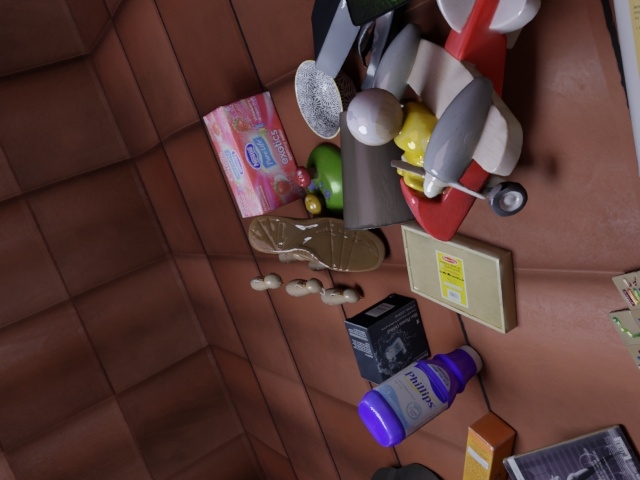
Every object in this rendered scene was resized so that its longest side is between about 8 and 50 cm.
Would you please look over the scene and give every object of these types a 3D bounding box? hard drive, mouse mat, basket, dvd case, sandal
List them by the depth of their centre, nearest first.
[{"bbox_3d":[0.099,-0.446,1.007,0.007,0.153,0.189,30,-138,-59],"label":"mouse mat"},{"bbox_3d":[0.108,-0.389,1.112,0.054,0.097,0.254,22,128,13],"label":"sandal"},{"bbox_3d":[0.468,0.439,1.130,0.221,0.018,0.164,-29,86,26],"label":"dvd case"},{"bbox_3d":[0.037,-0.444,1.164,0.254,0.054,0.172,123,146,-60],"label":"hard drive"},{"bbox_3d":[0.120,-0.151,1.226,0.154,0.204,0.226,-45,-57,-73],"label":"basket"}]

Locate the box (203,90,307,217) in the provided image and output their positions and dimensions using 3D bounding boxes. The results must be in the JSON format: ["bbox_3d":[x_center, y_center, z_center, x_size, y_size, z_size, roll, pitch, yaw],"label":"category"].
[{"bbox_3d":[-0.176,-0.228,1.690,0.142,0.154,0.299,-3,109,61],"label":"box"}]

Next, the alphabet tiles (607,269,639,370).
[{"bbox_3d":[0.543,0.188,0.861,0.342,0.011,0.285,62,165,6],"label":"alphabet tiles"}]

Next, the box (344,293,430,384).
[{"bbox_3d":[0.160,0.232,1.481,0.093,0.156,0.158,10,121,57],"label":"box"}]

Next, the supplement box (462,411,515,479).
[{"bbox_3d":[0.375,0.499,1.414,0.080,0.078,0.233,35,141,44],"label":"supplement box"}]

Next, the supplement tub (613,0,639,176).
[{"bbox_3d":[0.406,-0.211,0.577,0.241,0.241,0.331,11,122,58],"label":"supplement tub"}]

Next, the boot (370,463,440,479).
[{"bbox_3d":[0.270,0.716,1.798,0.115,0.112,0.305,38,152,-14],"label":"boot"}]

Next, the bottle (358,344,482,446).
[{"bbox_3d":[0.217,0.311,1.306,0.118,0.283,0.092,54,151,21],"label":"bottle"}]

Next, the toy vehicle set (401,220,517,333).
[{"bbox_3d":[0.274,0.067,1.269,0.267,0.035,0.166,25,133,51],"label":"toy vehicle set"}]

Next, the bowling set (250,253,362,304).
[{"bbox_3d":[-0.032,0.059,1.659,0.154,0.287,0.199,-13,69,61],"label":"bowling set"}]

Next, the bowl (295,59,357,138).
[{"bbox_3d":[0.025,-0.310,1.342,0.170,0.080,0.170,40,144,39],"label":"bowl"}]

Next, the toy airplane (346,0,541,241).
[{"bbox_3d":[0.174,-0.215,0.940,0.386,0.273,0.384,106,158,-76],"label":"toy airplane"}]

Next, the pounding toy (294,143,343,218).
[{"bbox_3d":[-0.013,-0.122,1.538,0.183,0.110,0.237,61,152,7],"label":"pounding toy"}]

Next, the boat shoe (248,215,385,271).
[{"bbox_3d":[0.000,0.000,1.540,0.342,0.123,0.123,7,95,17],"label":"boat shoe"}]
